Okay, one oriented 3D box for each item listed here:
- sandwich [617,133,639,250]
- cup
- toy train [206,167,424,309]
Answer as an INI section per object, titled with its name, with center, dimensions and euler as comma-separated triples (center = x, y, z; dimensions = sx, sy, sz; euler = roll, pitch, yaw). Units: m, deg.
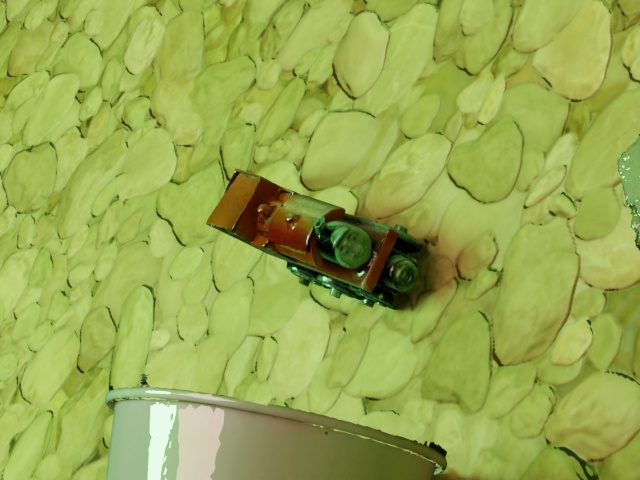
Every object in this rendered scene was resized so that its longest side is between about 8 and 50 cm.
[sandwich]
center = 0.245, -0.031, 1.344
dimensions = 0.093, 0.036, 0.104
euler = 7, 72, 51
[cup]
center = -0.054, 0.254, 1.350
dimensions = 0.253, 0.253, 0.273
euler = -4, 71, 49
[toy train]
center = 0.000, 0.000, 1.549
dimensions = 0.176, 0.118, 0.074
euler = 20, 85, 56
